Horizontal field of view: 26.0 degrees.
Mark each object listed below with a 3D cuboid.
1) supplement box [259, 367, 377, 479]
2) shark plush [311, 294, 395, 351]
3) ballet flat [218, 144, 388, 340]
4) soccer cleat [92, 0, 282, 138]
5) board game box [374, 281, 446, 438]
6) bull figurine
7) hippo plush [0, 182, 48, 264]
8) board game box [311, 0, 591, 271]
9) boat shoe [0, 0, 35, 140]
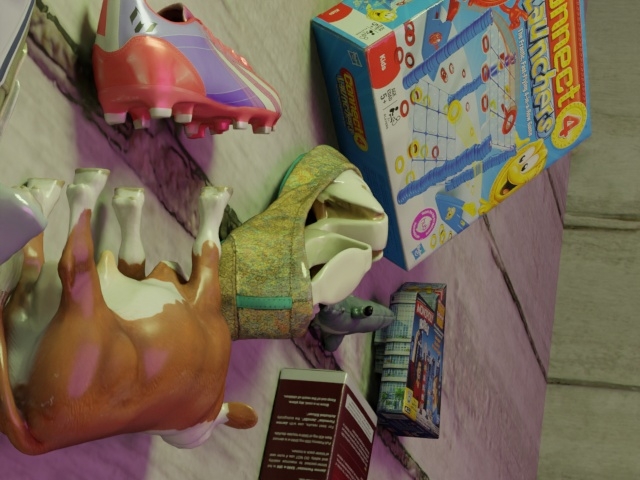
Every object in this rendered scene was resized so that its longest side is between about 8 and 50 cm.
[{"bbox_3d":[-0.010,0.257,1.335,0.130,0.073,0.239,60,36,-58],"label":"supplement box"},{"bbox_3d":[0.027,0.065,1.427,0.161,0.067,0.073,53,44,-64],"label":"shark plush"},{"bbox_3d":[0.000,0.000,1.259,0.348,0.123,0.123,-47,137,-64],"label":"ballet flat"},{"bbox_3d":[-0.091,-0.126,1.022,0.248,0.083,0.095,-4,92,-69],"label":"soccer cleat"},{"bbox_3d":[0.108,0.132,1.706,0.194,0.060,0.194,47,48,-66],"label":"board game box"},{"bbox_3d":[-0.122,0.056,0.916,0.310,0.101,0.188,6,83,-74],"label":"bull figurine"},{"bbox_3d":[-0.192,0.106,0.485,0.234,0.294,0.236,-21,105,-32],"label":"hippo plush"},{"bbox_3d":[0.155,-0.171,1.510,0.302,0.086,0.308,-35,136,-22],"label":"board game box"},{"bbox_3d":[-0.202,-0.072,0.673,0.094,0.109,0.302,73,34,-76],"label":"boat shoe"}]
